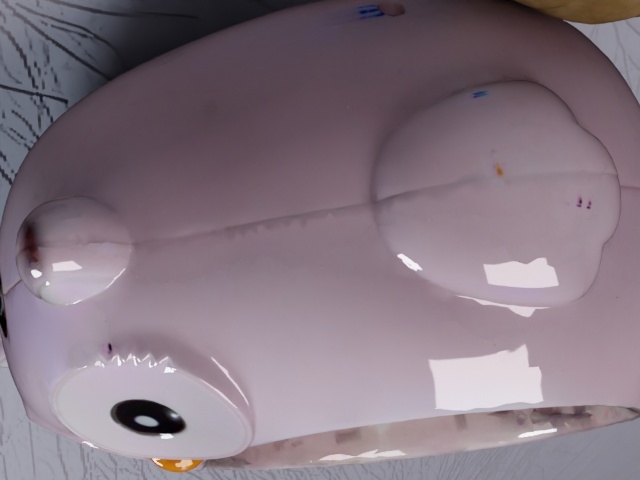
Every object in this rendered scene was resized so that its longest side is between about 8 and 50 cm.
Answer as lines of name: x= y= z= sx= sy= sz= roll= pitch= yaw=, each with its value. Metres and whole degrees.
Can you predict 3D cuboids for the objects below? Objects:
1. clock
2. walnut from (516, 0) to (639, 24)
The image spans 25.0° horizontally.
clock: x=0.000 y=0.000 z=0.840 sx=0.376 sy=0.251 sz=0.368 roll=-3 pitch=167 yaw=-19
walnut: x=0.153 y=-0.238 z=0.735 sx=0.225 sy=0.225 sz=0.261 roll=-4 pitch=133 yaw=-46
